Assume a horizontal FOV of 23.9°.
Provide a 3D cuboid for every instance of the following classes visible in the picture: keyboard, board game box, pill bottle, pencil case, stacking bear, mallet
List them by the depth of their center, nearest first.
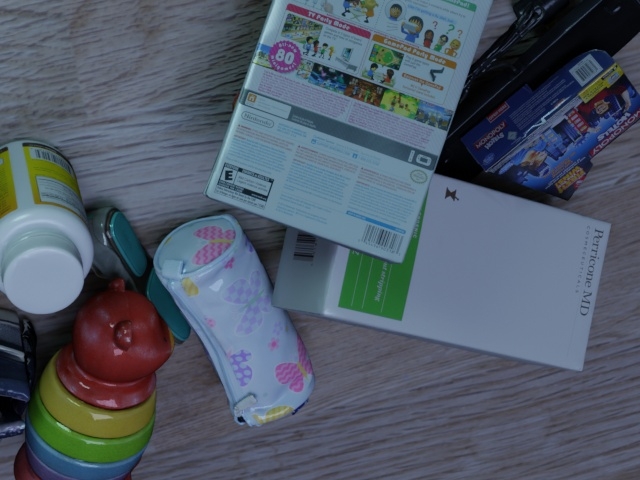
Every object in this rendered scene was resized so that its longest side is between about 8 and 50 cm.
[{"bbox_3d":[0.029,-0.152,1.618,0.224,0.097,0.303,20,89,-2],"label":"board game box"},{"bbox_3d":[-0.311,-0.013,1.643,0.117,0.215,0.117,-8,123,-12],"label":"pill bottle"},{"bbox_3d":[0.231,-0.194,1.754,0.317,0.033,0.201,-42,148,13],"label":"keyboard"},{"bbox_3d":[-0.257,0.182,1.791,0.164,0.175,0.289,11,125,-16],"label":"stacking bear"},{"bbox_3d":[0.282,-0.223,1.810,0.062,0.039,0.190,-27,129,-1],"label":"mallet"},{"bbox_3d":[0.290,-0.129,1.811,0.194,0.060,0.194,-39,149,9],"label":"board game box"},{"bbox_3d":[-0.104,0.100,1.840,0.124,0.113,0.273,-39,128,-23],"label":"pencil case"}]

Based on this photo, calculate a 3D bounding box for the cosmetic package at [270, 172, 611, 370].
[{"bbox_3d":[0.146,0.027,1.808,0.365,0.155,0.197,12,86,-26],"label":"cosmetic package"}]

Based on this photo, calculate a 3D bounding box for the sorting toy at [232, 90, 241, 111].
[{"bbox_3d":[0.037,-0.188,1.742,0.274,0.046,0.132,2,120,-22],"label":"sorting toy"}]

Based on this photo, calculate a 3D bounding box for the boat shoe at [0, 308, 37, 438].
[{"bbox_3d":[-0.486,0.145,1.722,0.340,0.158,0.127,2,120,-19],"label":"boat shoe"}]

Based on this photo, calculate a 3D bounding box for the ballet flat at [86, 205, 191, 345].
[{"bbox_3d":[-0.228,0.045,1.808,0.068,0.072,0.213,-12,128,23],"label":"ballet flat"}]
